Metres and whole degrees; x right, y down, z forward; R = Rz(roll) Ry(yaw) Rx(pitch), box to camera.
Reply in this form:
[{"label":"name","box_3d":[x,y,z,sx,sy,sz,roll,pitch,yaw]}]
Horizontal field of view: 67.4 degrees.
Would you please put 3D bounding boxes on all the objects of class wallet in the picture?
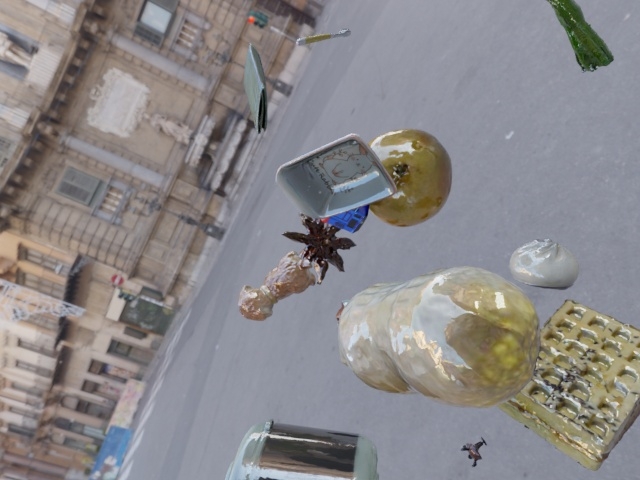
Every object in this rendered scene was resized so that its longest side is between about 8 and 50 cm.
[{"label":"wallet","box_3d":[-0.188,-0.454,1.433,0.160,0.055,0.236,100,157,-50]}]

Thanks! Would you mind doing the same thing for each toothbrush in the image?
[{"label":"toothbrush","box_3d":[0.011,-0.625,1.470,0.288,0.024,0.021,-36,-23,-46]}]

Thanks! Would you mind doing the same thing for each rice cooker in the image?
[{"label":"rice cooker","box_3d":[-0.048,0.557,0.996,0.335,0.325,0.335,4,-90,-83]}]

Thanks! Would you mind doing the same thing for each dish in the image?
[{"label":"dish","box_3d":[0.023,-0.130,0.945,0.234,0.154,0.064,-18,38,34]}]

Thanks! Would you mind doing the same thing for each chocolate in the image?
[{"label":"chocolate","box_3d":[0.103,0.097,0.501,0.309,0.134,0.134,140,151,-68]}]

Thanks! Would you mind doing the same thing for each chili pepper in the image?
[{"label":"chili pepper","box_3d":[0.525,-0.523,1.031,0.076,0.359,0.085,-42,21,-8]}]

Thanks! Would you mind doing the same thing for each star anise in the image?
[{"label":"star anise","box_3d":[-0.001,-0.001,1.503,0.088,0.288,0.288,-7,59,56]}]

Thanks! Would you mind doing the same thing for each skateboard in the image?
[{"label":"skateboard","box_3d":[0.526,0.707,1.628,0.080,0.067,0.151,-37,-20,5]}]

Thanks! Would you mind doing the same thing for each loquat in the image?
[{"label":"loquat","box_3d":[0.221,-0.167,1.281,0.263,0.263,0.263,-57,17,28]}]

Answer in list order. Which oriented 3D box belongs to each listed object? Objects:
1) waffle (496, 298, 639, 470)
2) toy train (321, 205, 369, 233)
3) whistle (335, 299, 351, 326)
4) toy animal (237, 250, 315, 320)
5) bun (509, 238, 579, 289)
[{"label":"waffle","box_3d":[0.579,0.295,1.069,0.261,0.376,0.114,33,137,39]},{"label":"toy train","box_3d":[0.073,-0.117,1.167,0.204,0.131,0.082,123,168,-52]},{"label":"whistle","box_3d":[0.131,0.296,1.590,0.346,0.134,0.142,-121,22,-75]},{"label":"toy animal","box_3d":[-0.105,0.107,1.084,0.185,0.104,0.184,-30,-3,-14]},{"label":"bun","box_3d":[0.604,0.055,1.294,0.173,0.173,0.119,-120,31,-72]}]
